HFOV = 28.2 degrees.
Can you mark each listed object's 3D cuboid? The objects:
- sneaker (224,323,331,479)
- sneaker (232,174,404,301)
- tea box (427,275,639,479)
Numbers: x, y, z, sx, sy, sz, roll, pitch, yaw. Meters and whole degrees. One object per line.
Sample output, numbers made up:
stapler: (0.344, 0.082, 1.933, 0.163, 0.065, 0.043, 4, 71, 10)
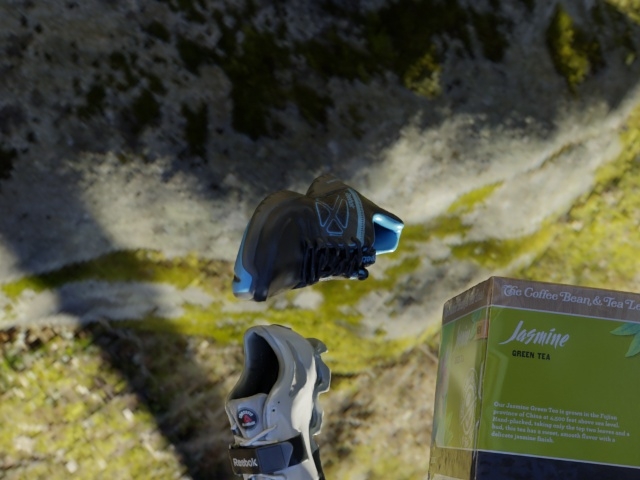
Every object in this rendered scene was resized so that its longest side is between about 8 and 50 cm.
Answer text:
sneaker: (-0.071, 0.265, 1.652, 0.122, 0.331, 0.146, -18, 150, 31)
sneaker: (0.000, 0.000, 1.681, 0.341, 0.139, 0.125, -37, 147, -58)
tea box: (0.271, 0.228, 1.607, 0.220, 0.329, 0.324, 8, 80, -3)
